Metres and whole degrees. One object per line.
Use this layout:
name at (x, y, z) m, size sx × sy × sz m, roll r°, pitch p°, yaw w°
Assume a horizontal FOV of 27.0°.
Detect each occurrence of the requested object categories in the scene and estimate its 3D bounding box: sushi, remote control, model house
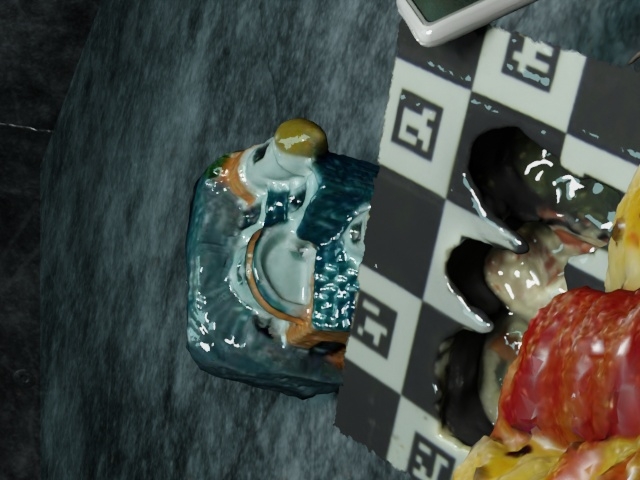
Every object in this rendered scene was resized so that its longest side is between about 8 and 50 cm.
sushi at (0.170, 0.033, 0.984) m, size 0.296 × 0.100 × 0.373 m, roll 28°, pitch 119°, yaw 40°
remote control at (0.177, -0.208, 0.928) m, size 0.067 × 0.261 × 0.029 m, roll -114°, pitch -1°, yaw -50°
model house at (0.000, 0.000, 1.324) m, size 0.291 × 0.184 × 0.253 m, roll -30°, pitch 49°, yaw 56°

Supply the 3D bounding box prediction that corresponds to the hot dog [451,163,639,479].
hot dog at (0.230, 0.101, 0.602) m, size 0.367 × 0.196 × 0.365 m, roll -56°, pitch 25°, yaw -3°

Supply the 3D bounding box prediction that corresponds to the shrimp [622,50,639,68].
shrimp at (0.296, -0.182, 0.726) m, size 0.410 × 0.166 × 0.221 m, roll -8°, pitch 40°, yaw 53°

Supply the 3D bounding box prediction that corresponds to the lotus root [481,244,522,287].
lotus root at (0.146, -0.012, 1.085) m, size 0.089 × 0.080 × 0.179 m, roll -153°, pitch 73°, yaw -66°
